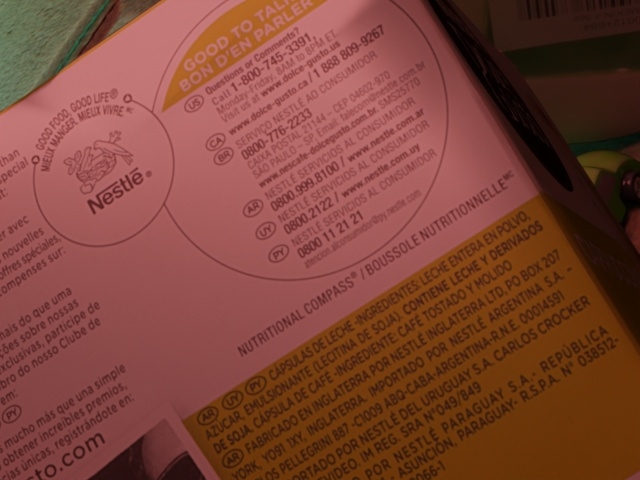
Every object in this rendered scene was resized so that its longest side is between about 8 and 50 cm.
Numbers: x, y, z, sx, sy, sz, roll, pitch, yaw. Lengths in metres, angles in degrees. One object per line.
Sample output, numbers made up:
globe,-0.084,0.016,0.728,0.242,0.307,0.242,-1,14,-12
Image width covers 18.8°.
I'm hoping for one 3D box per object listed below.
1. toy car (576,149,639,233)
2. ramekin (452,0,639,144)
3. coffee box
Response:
toy car,0.147,0.021,1.246,0.239,0.053,0.225,-5,48,40
ramekin,0.164,-0.202,1.273,0.303,0.303,0.148,-24,45,23
coffee box,0.002,0.087,0.955,0.338,0.337,0.334,-34,73,10
